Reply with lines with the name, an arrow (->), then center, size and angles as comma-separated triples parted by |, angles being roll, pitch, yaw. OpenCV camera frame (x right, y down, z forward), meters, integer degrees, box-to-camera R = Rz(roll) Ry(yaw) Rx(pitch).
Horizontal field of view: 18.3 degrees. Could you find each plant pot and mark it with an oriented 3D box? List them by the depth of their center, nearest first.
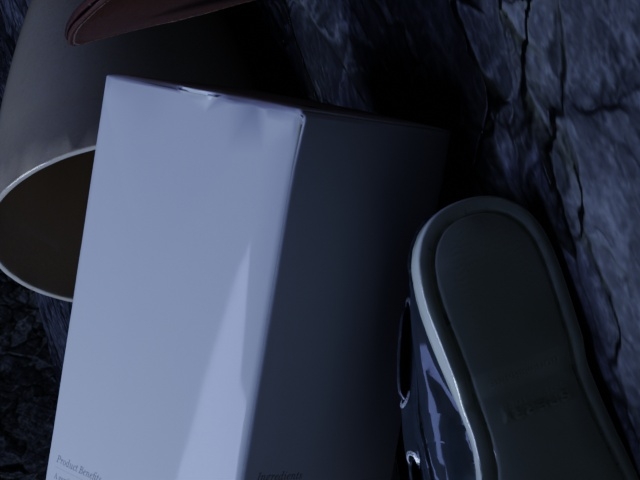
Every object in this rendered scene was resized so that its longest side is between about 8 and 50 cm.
plant pot -> -0.161, -0.126, 1.676 | 0.256, 0.256, 0.274 | 99, 164, -59

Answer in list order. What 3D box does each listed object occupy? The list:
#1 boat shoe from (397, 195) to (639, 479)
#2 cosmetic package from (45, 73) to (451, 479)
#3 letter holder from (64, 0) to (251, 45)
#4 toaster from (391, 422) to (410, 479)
boat shoe -> 0.114, 0.146, 1.225 | 0.113, 0.127, 0.340 | 155, 98, -75
cosmetic package -> -0.058, 0.083, 1.329 | 0.197, 0.155, 0.365 | 17, 98, 43
letter holder -> -0.071, -0.233, 1.248 | 0.302, 0.214, 0.152 | 169, 82, -74
toaster -> -0.004, 0.182, 1.500 | 0.110, 0.168, 0.186 | -30, 66, 56
